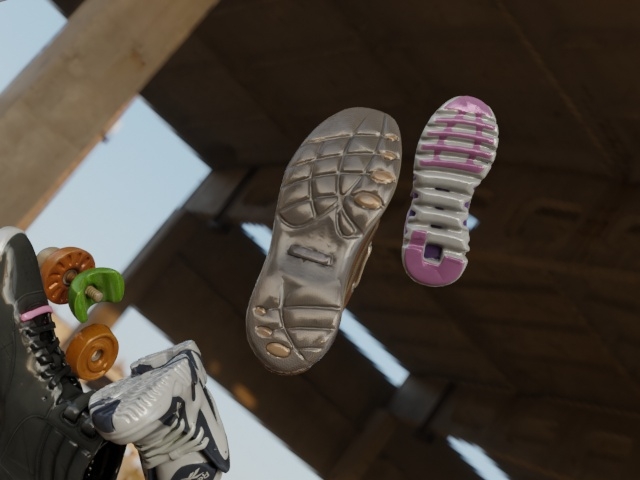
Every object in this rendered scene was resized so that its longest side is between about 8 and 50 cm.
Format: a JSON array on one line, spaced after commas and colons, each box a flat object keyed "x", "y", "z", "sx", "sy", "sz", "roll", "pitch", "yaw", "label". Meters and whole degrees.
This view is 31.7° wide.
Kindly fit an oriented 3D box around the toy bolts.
[{"x": -0.458, "y": 0.134, "z": 1.856, "sx": 0.158, "sy": 0.228, "sz": 0.218, "roll": 27, "pitch": -49, "yaw": 34, "label": "toy bolts"}]

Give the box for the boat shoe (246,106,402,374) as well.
[{"x": 0.000, "y": 0.000, "z": 1.248, "sx": 0.123, "sy": 0.324, "sz": 0.116, "roll": 22, "pitch": -20, "yaw": 6, "label": "boat shoe"}]

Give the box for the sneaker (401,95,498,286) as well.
[{"x": 0.152, "y": -0.063, "z": 1.402, "sx": 0.095, "sy": 0.236, "sz": 0.104, "roll": 14, "pitch": 3, "yaw": -2, "label": "sneaker"}]

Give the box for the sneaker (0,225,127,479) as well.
[{"x": -0.259, "y": 0.134, "z": 1.110, "sx": 0.147, "sy": 0.295, "sz": 0.104, "roll": 2, "pitch": 5, "yaw": 19, "label": "sneaker"}]

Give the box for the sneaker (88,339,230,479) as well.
[{"x": -0.139, "y": 0.191, "z": 1.066, "sx": 0.235, "sy": 0.094, "sz": 0.153, "roll": -133, "pitch": -158, "yaw": -85, "label": "sneaker"}]
